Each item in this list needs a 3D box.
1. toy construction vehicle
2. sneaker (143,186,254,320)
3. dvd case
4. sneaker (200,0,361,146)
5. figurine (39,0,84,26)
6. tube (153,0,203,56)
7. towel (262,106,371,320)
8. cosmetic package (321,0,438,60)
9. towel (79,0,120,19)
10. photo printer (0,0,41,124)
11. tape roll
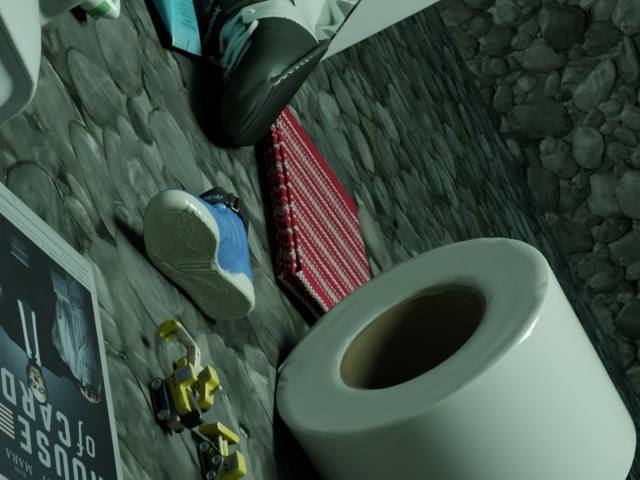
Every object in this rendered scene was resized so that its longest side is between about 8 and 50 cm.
[{"bbox_3d":[-0.080,0.110,1.248,0.086,0.035,0.098,48,21,-50],"label":"toy construction vehicle"},{"bbox_3d":[-0.092,-0.012,1.367,0.152,0.058,0.084,55,22,-51],"label":"sneaker"},{"bbox_3d":[-0.169,0.065,1.005,0.179,0.030,0.238,49,20,-48],"label":"dvd case"},{"bbox_3d":[-0.066,-0.198,1.726,0.146,0.122,0.330,37,26,-6],"label":"sneaker"},{"bbox_3d":[-0.205,-0.284,1.303,0.209,0.092,0.215,55,36,-19],"label":"figurine"},{"bbox_3d":[-0.148,-0.267,1.649,0.080,0.052,0.207,-1,71,-70],"label":"tube"},{"bbox_3d":[0.000,0.000,1.762,0.199,0.031,0.274,53,18,-39],"label":"towel"},{"bbox_3d":[0.024,-0.353,2.068,0.224,0.225,0.138,59,14,-23],"label":"cosmetic package"},{"bbox_3d":[-0.249,-0.342,1.417,0.325,0.038,0.248,55,17,-35],"label":"towel"},{"bbox_3d":[-0.220,-0.208,0.919,0.307,0.107,0.256,80,-2,-69],"label":"photo printer"},{"bbox_3d":[0.109,0.137,1.473,0.169,0.246,0.246,58,15,-23],"label":"tape roll"}]
